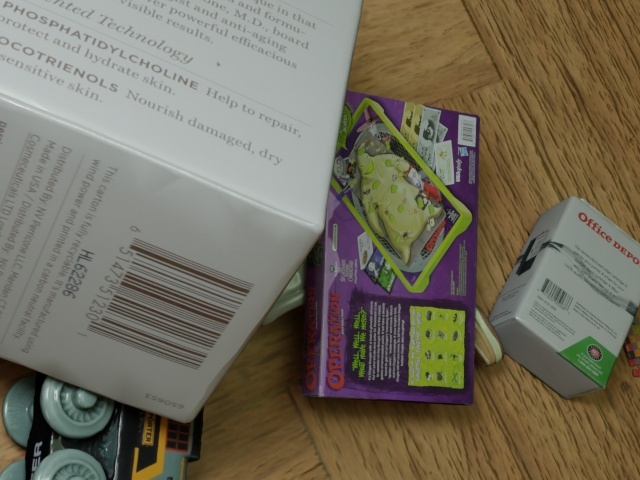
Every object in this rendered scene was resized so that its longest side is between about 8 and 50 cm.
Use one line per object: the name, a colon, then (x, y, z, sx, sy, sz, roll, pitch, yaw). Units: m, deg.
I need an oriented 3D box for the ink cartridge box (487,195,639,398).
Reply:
ink cartridge box: (0.320, 0.071, 1.573, 0.153, 0.087, 0.208, 38, 61, -10)

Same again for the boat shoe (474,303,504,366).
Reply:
boat shoe: (0.142, 0.086, 1.499, 0.072, 0.068, 0.190, -37, 83, -19)

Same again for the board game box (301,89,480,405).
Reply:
board game box: (0.084, 0.011, 1.412, 0.208, 0.056, 0.346, 9, 79, -32)

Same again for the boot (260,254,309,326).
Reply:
boot: (0.000, 0.000, 1.444, 0.258, 0.095, 0.123, -31, 94, -23)

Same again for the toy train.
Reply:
toy train: (-0.215, 0.256, 1.214, 0.190, 0.142, 0.333, 16, 66, -32)

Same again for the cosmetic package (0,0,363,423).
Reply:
cosmetic package: (-0.180, -0.108, 1.170, 0.328, 0.329, 0.393, 22, 44, -12)

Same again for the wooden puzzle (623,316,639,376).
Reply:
wooden puzzle: (0.426, 0.141, 1.650, 0.049, 0.006, 0.083, -9, 77, -29)
